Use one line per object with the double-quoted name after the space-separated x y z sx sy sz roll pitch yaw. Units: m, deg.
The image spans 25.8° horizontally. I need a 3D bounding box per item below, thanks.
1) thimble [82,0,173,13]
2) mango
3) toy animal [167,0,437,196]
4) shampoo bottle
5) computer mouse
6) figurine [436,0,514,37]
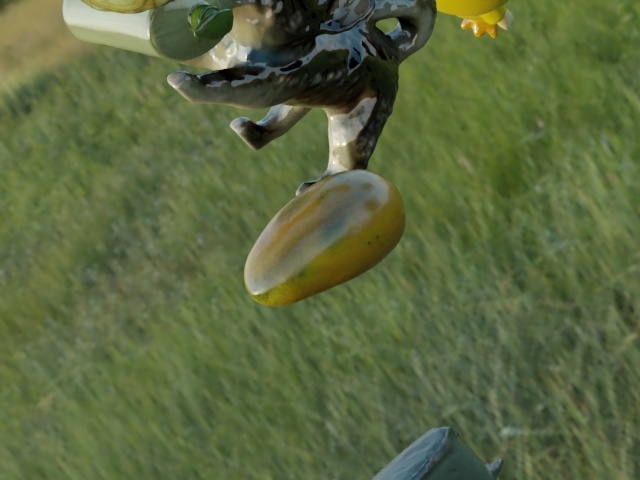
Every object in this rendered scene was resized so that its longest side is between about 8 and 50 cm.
-0.198 -0.299 1.318 0.190 0.137 0.143 -17 -24 6 "thimble"
0.001 -0.001 1.237 0.163 0.089 0.111 -29 10 -7 "mango"
-0.021 -0.249 1.677 0.302 0.344 0.194 -47 50 1 "toy animal"
-0.171 -0.244 1.498 0.118 0.087 0.234 -32 32 -29 "shampoo bottle"
0.087 0.361 1.558 0.371 0.188 0.122 -41 14 -36 "computer mouse"
0.191 -0.395 2.013 0.344 0.215 0.187 29 -97 -81 "figurine"
